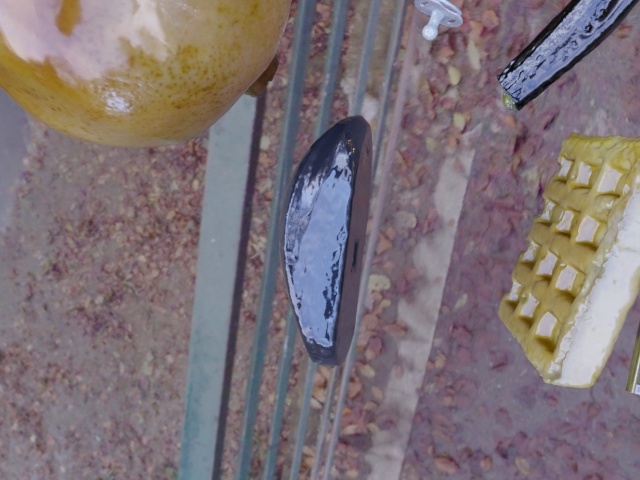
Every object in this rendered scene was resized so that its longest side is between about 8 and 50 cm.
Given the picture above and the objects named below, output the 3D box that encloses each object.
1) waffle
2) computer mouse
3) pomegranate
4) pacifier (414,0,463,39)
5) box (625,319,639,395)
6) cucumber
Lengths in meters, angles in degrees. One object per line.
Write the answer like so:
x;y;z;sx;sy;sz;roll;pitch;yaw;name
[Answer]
0.276;0.009;0.681;0.055;0.221;0.248;18;102;-2;waffle
0.000;0.000;0.688;0.086;0.137;0.270;6;92;13;computer mouse
-0.209;-0.303;0.764;0.416;0.416;0.417;7;110;21;pomegranate
0.212;-0.405;1.174;0.099;0.081;0.078;25;92;-21;pacifier
0.585;0.211;1.113;0.090;0.023;0.133;17;81;-9;box
0.167;-0.135;0.424;0.135;0.034;0.033;-43;70;41;cucumber
